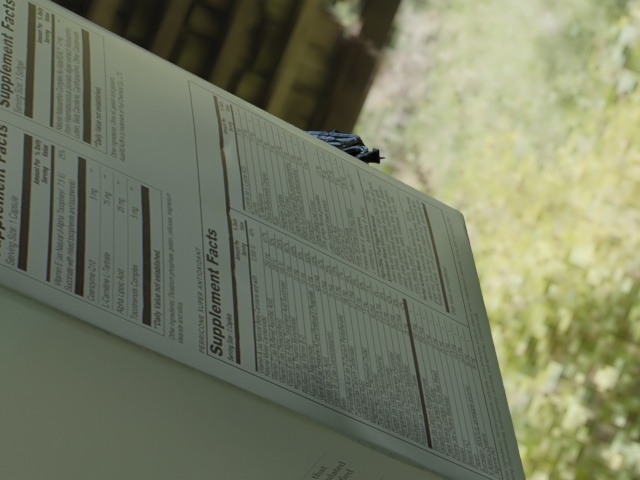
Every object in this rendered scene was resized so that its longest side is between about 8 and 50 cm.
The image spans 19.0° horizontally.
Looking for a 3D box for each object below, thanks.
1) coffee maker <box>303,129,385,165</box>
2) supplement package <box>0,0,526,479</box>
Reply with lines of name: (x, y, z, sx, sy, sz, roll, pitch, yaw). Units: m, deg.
coffee maker: (0.000, 0.000, 1.744, 0.171, 0.120, 0.178, -139, 35, -72)
supplement package: (-0.086, 0.058, 0.803, 0.199, 0.263, 0.198, -49, 29, 29)
